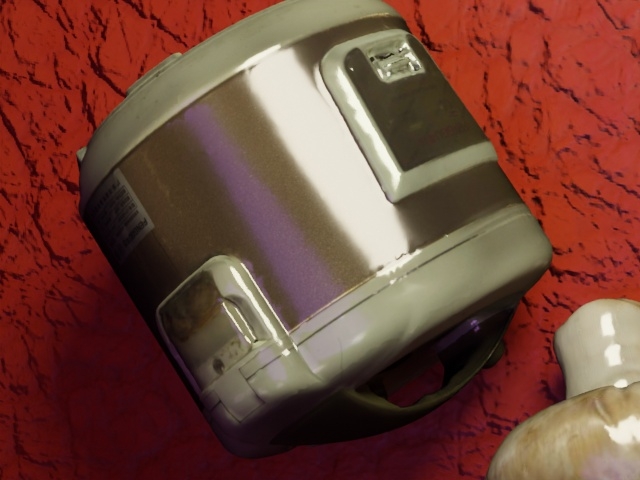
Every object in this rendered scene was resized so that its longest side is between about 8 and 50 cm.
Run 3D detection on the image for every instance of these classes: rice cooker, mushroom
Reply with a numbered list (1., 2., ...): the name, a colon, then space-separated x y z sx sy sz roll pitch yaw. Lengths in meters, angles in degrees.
1. rice cooker: 0.000 0.000 1.490 0.335 0.335 0.325 -36 80 22
2. mushroom: 0.243 0.154 1.478 0.243 0.243 0.243 2 96 22
